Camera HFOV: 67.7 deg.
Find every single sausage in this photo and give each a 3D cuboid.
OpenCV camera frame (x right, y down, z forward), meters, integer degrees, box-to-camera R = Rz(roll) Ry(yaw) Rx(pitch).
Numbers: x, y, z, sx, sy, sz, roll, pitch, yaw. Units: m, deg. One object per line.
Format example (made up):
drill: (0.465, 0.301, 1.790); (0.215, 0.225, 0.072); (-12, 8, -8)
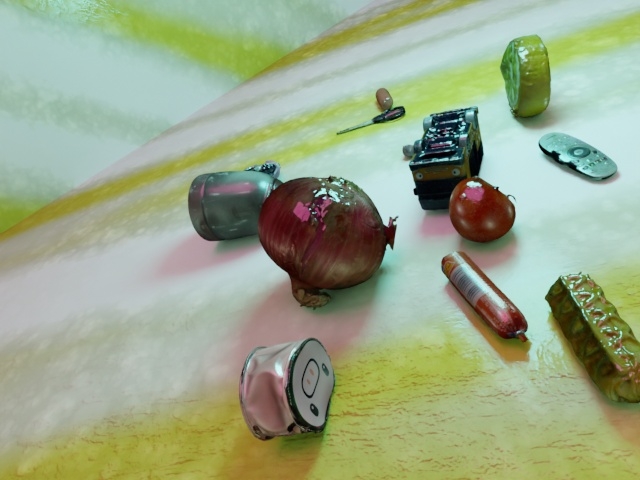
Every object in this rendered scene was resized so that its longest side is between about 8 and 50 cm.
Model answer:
sausage: (0.354, 0.121, 1.026); (0.074, 0.074, 0.274); (-26, 34, -2)
sausage: (0.275, -0.613, 2.060); (0.062, 0.062, 0.154); (-19, 35, 9)

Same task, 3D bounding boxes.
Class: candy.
candy: (0.661, -0.526, 1.538); (0.118, 0.259, 0.259); (-9, 37, 14)

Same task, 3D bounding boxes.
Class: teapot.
teapot: (-0.235, -0.130, 1.629); (0.312, 0.233, 0.315); (-4, 11, 17)

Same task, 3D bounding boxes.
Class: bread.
bread: (0.500, 0.169, 0.857); (0.098, 0.087, 0.269); (-17, 35, 10)

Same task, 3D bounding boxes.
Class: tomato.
tomato: (0.400, -0.069, 1.190); (0.167, 0.167, 0.167); (-16, 35, 12)

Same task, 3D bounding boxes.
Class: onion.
onion: (0.022, -0.024, 1.221); (0.354, 0.353, 0.353); (-16, 35, 12)

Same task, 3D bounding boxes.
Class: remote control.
remote control: (0.698, -0.232, 1.310); (0.097, 0.045, 0.256); (-26, 37, 1)

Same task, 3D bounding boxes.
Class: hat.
hat: (0.319, -0.312, 1.660); (0.058, 0.042, 0.087); (3, 9, 35)

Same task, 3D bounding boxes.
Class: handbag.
handbag: (-0.062, 0.296, 0.961); (0.116, 0.179, 0.205); (-18, 28, 24)

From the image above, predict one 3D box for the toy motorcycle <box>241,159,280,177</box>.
toy motorcycle: (-0.229, -0.244, 1.843); (0.239, 0.108, 0.204); (-11, 17, 33)

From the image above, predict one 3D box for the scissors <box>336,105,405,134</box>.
scissors: (0.206, -0.493, 1.980); (0.300, 0.022, 0.109); (-15, 32, 14)

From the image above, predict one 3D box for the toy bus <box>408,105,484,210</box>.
toy bus: (0.376, -0.241, 1.389); (0.162, 0.194, 0.323); (-3, 37, 28)
